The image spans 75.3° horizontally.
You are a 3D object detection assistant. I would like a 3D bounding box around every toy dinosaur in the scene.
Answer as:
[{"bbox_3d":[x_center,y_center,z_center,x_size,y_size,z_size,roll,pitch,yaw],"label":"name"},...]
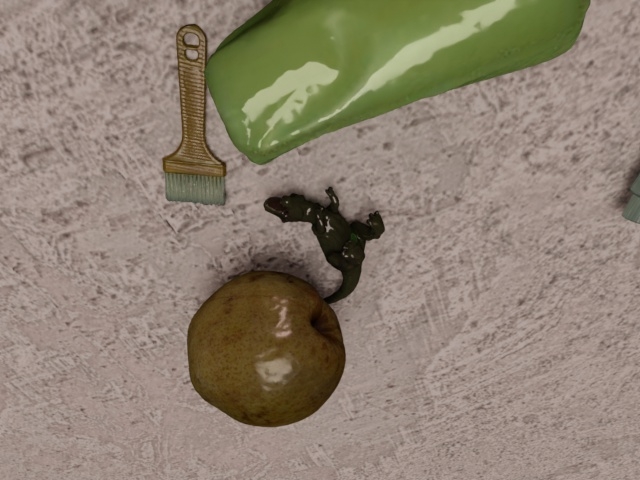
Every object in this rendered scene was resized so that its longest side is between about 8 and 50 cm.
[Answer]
[{"bbox_3d":[0.000,0.000,0.588,0.187,0.087,0.179,47,150,-9],"label":"toy dinosaur"}]

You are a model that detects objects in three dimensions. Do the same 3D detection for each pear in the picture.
[{"bbox_3d":[-0.065,0.152,0.579,0.211,0.188,0.228,-27,119,35],"label":"pear"}]

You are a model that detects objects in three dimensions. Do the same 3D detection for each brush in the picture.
[{"bbox_3d":[-0.154,-0.141,0.501,0.083,0.010,0.218,6,121,-3],"label":"brush"}]

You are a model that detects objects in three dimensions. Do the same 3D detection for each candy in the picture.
[{"bbox_3d":[0.061,-0.191,0.397,0.344,0.132,0.142,-19,133,12],"label":"candy"}]

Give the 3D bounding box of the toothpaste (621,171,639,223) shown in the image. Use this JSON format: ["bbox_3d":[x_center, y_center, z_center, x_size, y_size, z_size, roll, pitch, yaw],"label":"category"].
[{"bbox_3d":[0.444,-0.153,0.472,0.075,0.048,0.296,12,118,-4],"label":"toothpaste"}]
